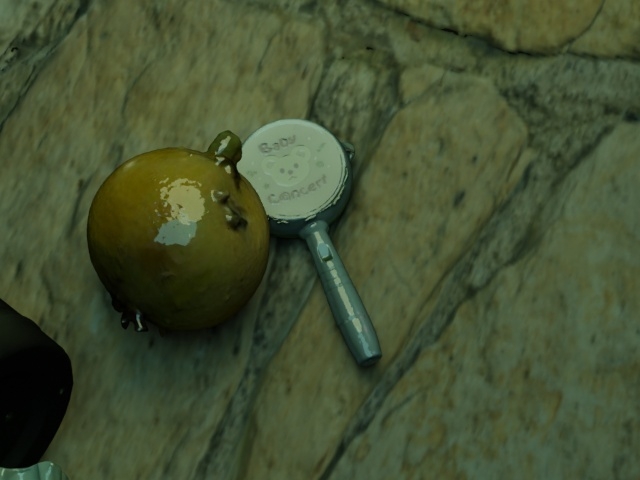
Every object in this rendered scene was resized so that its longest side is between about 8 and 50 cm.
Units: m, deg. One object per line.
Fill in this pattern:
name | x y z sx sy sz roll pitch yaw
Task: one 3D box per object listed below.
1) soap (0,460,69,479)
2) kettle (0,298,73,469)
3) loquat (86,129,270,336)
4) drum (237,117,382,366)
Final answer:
soap | -0.240 0.302 1.654 0.066 0.119 0.198 -9 68 2
kettle | -0.432 0.126 1.708 0.324 0.228 0.321 37 106 21
loquat | -0.127 -0.009 1.750 0.172 0.149 0.204 29 89 20
drum | -0.021 0.003 1.799 0.130 0.049 0.253 -7 67 0
